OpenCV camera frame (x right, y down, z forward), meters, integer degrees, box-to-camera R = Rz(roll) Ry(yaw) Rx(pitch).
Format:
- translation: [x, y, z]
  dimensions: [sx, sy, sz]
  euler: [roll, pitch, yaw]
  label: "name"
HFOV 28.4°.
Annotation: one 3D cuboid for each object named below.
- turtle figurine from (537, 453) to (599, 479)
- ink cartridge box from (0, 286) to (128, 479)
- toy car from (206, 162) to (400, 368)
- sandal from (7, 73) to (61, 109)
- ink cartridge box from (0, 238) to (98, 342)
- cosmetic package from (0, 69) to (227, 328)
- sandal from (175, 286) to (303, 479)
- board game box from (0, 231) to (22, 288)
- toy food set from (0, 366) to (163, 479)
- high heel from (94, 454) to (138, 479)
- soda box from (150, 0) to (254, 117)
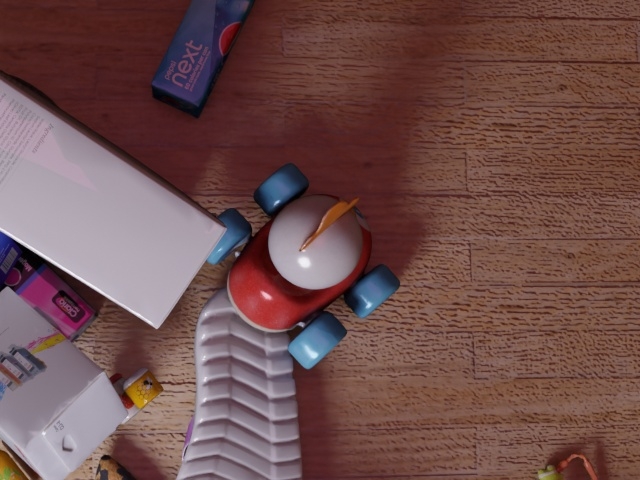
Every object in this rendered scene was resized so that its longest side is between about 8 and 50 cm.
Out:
- translation: [0.286, 0.417, 1.612]
  dimensions: [0.217, 0.087, 0.269]
  euler: [-7, 83, -7]
  label: "turtle figurine"
- translation: [-0.334, 0.171, 1.460]
  dimensions: [0.176, 0.128, 0.127]
  euler: [37, 70, 24]
  label: "ink cartridge box"
- translation: [0.000, 0.000, 1.544]
  dimensions: [0.210, 0.238, 0.219]
  euler: [-40, 86, -30]
  label: "toy car"
- translation: [-0.330, -0.091, 1.624]
  dimensions: [0.303, 0.086, 0.120]
  euler: [40, 86, -16]
  label: "sandal"
- translation: [-0.470, 0.164, 1.580]
  dimensions: [0.176, 0.069, 0.371]
  euler: [43, 82, 1]
  label: "ink cartridge box"
- translation: [-0.310, -0.067, 1.486]
  dimensions: [0.365, 0.197, 0.155]
  euler: [35, 88, -15]
  label: "cosmetic package"
- translation: [-0.107, 0.265, 1.591]
  dimensions: [0.169, 0.102, 0.416]
  euler: [14, 67, -19]
  label: "sandal"
- translation: [-0.548, 0.105, 1.499]
  dimensions: [0.233, 0.078, 0.347]
  euler: [19, 68, 18]
  label: "board game box"
- translation: [-0.315, 0.219, 1.561]
  dimensions: [0.232, 0.111, 0.104]
  euler: [-40, 88, -7]
  label: "toy food set"
- translation: [-0.220, 0.382, 1.510]
  dimensions: [0.093, 0.186, 0.261]
  euler: [-19, 84, -7]
  label: "high heel"
- translation: [-0.148, -0.275, 1.673]
  dimensions: [0.071, 0.067, 0.210]
  euler: [25, 81, -2]
  label: "soda box"
